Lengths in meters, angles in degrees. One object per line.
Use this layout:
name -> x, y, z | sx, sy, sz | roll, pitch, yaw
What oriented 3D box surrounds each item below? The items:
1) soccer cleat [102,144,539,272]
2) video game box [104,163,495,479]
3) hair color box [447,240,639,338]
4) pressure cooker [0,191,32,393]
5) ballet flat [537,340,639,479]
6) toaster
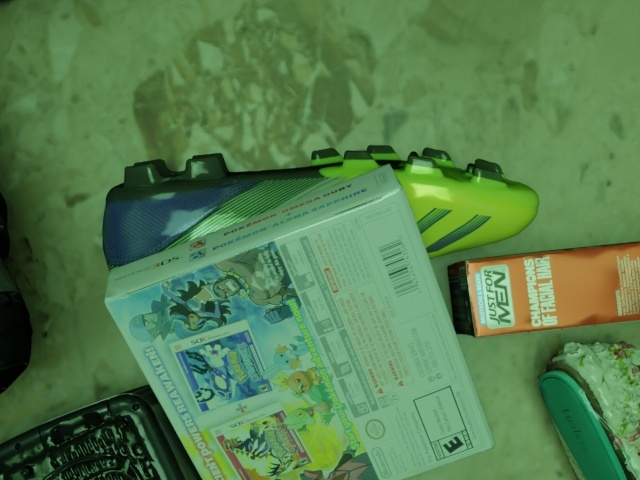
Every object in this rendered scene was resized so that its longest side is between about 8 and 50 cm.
soccer cleat -> 0.000, 0.000, 0.655 | 0.289, 0.093, 0.121 | -2, 98, 1
video game box -> -0.007, 0.077, 0.617 | 0.187, 0.048, 0.205 | -21, 117, 2
hair color box -> 0.174, 0.030, 0.645 | 0.167, 0.093, 0.054 | -7, 86, -1
pressure cooker -> -0.398, -0.028, 0.510 | 0.369, 0.375, 0.421 | -31, 88, 2
ballet flat -> 0.222, 0.175, 0.648 | 0.077, 0.091, 0.241 | -20, 91, -26
toaster -> -0.154, 0.190, 0.629 | 0.168, 0.110, 0.186 | -26, 88, -2
